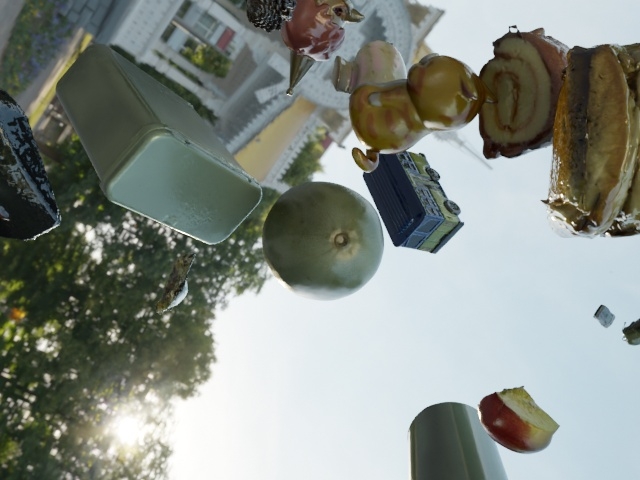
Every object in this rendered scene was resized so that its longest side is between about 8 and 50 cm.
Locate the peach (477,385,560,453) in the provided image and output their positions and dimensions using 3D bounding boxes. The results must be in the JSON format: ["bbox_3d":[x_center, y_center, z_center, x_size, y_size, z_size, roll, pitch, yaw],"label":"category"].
[{"bbox_3d":[0.380,0.353,1.206,0.118,0.151,0.151,-34,-157,-5],"label":"peach"}]

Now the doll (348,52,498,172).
[{"bbox_3d":[0.180,-0.261,1.194,0.269,0.162,0.166,-23,-176,34],"label":"doll"}]

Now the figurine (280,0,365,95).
[{"bbox_3d":[0.014,-0.486,1.291,0.207,0.166,0.387,-15,129,-85],"label":"figurine"}]

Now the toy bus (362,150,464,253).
[{"bbox_3d":[0.247,-0.116,1.690,0.138,0.175,0.288,-52,-136,35],"label":"toy bus"}]

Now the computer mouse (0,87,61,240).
[{"bbox_3d":[-0.542,-0.124,1.000,0.168,0.295,0.087,-9,-158,18],"label":"computer mouse"}]

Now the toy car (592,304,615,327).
[{"bbox_3d":[0.715,0.193,1.557,0.041,0.093,0.025,-55,-143,2],"label":"toy car"}]

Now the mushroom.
[{"bbox_3d":[0.166,-0.472,1.783,0.173,0.236,0.162,-108,-148,-50],"label":"mushroom"}]

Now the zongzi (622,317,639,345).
[{"bbox_3d":[0.762,0.199,1.471,0.109,0.055,0.119,-24,-167,20],"label":"zongzi"}]

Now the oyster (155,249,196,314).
[{"bbox_3d":[-0.312,0.090,1.358,0.108,0.053,0.166,-45,-153,37],"label":"oyster"}]

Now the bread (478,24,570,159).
[{"bbox_3d":[0.403,-0.285,1.190,0.190,0.123,0.244,0,-80,43],"label":"bread"}]

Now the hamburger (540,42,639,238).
[{"bbox_3d":[0.431,-0.145,0.939,0.304,0.174,0.284,-6,93,-80],"label":"hamburger"}]

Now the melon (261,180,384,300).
[{"bbox_3d":[0.006,0.002,1.301,0.272,0.271,0.308,-56,-144,2],"label":"melon"}]

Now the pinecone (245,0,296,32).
[{"bbox_3d":[-0.065,-0.329,0.844,0.077,0.077,0.083,-21,-151,54],"label":"pinecone"}]

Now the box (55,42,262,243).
[{"bbox_3d":[-0.340,-0.203,1.318,0.177,0.352,0.344,-44,-122,11],"label":"box"}]

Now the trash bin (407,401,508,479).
[{"bbox_3d":[0.355,0.643,1.592,0.280,0.280,0.432,-48,-169,20],"label":"trash bin"}]
